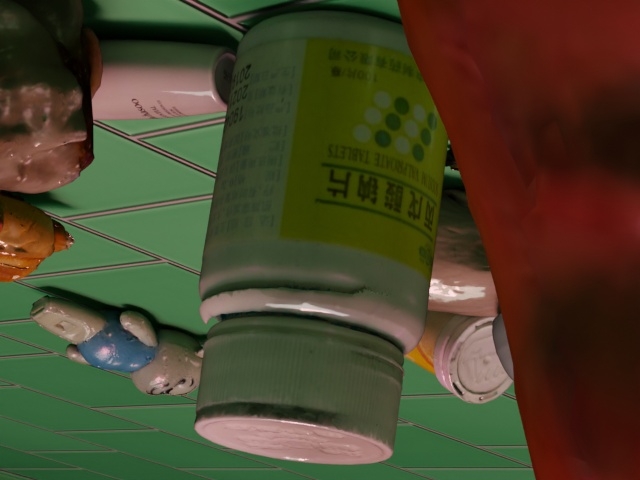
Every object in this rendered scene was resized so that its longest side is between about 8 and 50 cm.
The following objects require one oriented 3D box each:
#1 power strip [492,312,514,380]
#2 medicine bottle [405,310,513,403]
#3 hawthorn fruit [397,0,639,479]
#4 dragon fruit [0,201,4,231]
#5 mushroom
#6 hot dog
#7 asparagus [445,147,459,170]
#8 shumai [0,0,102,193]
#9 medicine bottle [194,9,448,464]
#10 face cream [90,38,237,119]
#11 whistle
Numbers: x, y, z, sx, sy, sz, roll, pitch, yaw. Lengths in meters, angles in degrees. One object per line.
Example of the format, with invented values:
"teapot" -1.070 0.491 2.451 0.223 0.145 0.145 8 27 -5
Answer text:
"power strip" 0.224 0.055 1.421 0.168 0.054 0.253 -24 170 37
"medicine bottle" 0.074 0.064 1.547 0.074 0.074 0.218 21 -176 -35
"hawthorn fruit" 0.270 -0.070 0.526 0.472 0.471 0.472 9 164 3
"dragon fruit" -0.308 -0.035 1.452 0.150 0.207 0.133 -46 154 18
"mushroom" 0.072 0.005 1.437 0.247 0.108 0.096 6 131 2
"hot dog" -0.331 -0.020 1.606 0.249 0.076 0.102 11 157 -24
"asparagus" 0.187 -0.057 1.285 0.233 0.022 0.023 1 118 35
"shumai" -0.235 -0.116 1.150 0.185 0.184 0.218 -29 142 6
"medicine bottle" 0.000 0.000 1.159 0.143 0.258 0.143 8 164 2
"face cream" -0.138 -0.106 1.248 0.182 0.051 0.072 2 167 26
"whistle" -0.210 0.115 2.028 0.114 0.077 0.236 -29 140 35
